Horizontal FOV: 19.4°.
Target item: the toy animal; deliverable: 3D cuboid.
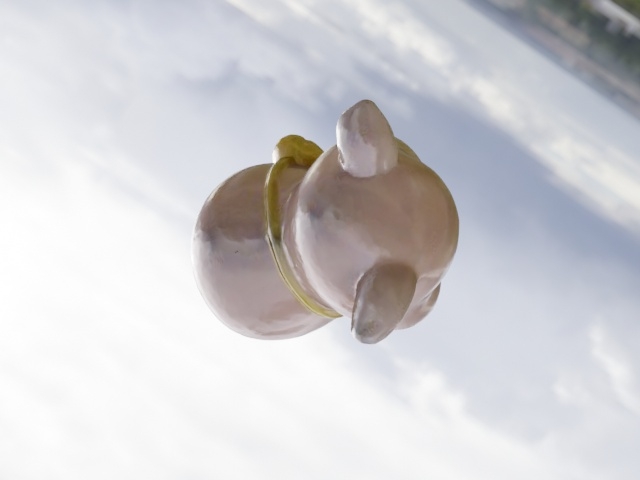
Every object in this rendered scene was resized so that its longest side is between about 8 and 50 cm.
[{"bbox_3d":[-0.002,-0.003,1.392,0.149,0.165,0.248,-15,180,-39],"label":"toy animal"}]
